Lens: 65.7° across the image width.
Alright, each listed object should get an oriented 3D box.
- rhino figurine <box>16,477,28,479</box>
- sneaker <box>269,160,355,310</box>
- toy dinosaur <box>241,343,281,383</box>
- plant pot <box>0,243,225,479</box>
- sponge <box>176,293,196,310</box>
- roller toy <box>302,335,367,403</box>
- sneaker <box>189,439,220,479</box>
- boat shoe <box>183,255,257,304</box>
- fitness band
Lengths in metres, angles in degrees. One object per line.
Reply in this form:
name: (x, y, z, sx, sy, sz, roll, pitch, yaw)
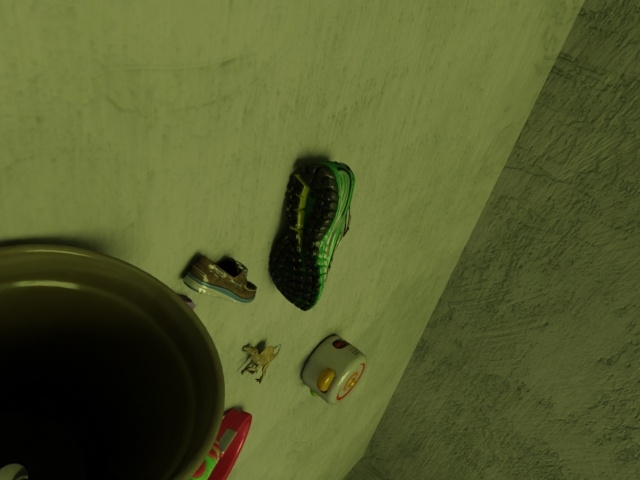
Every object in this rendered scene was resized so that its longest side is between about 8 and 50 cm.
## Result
rhino figurine: (-0.429, 0.396, 0.805, 0.243, 0.073, 0.106, -54, 157, 0)
sneaker: (0.000, 0.000, 1.019, 0.146, 0.134, 0.343, -24, 140, -49)
toy dinosaur: (-0.139, 0.298, 1.221, 0.092, 0.053, 0.183, -58, 155, 1)
plant pot: (-0.316, 0.212, 0.567, 0.323, 0.323, 0.280, -13, 148, -55)
sponge: (-0.293, 0.128, 0.776, 0.117, 0.031, 0.210, -56, 155, 0)
roller toy: (0.051, 0.414, 1.581, 0.191, 0.146, 0.209, -45, 152, -24)
sneaker: (-0.315, 0.461, 0.848, 0.202, 0.185, 0.483, -51, 173, 1)
boat shoe: (-0.163, 0.070, 0.894, 0.066, 0.066, 0.183, -59, 155, 3)
fitness band: (-0.256, 0.548, 1.240, 0.291, 0.054, 0.209, -40, 151, -69)
